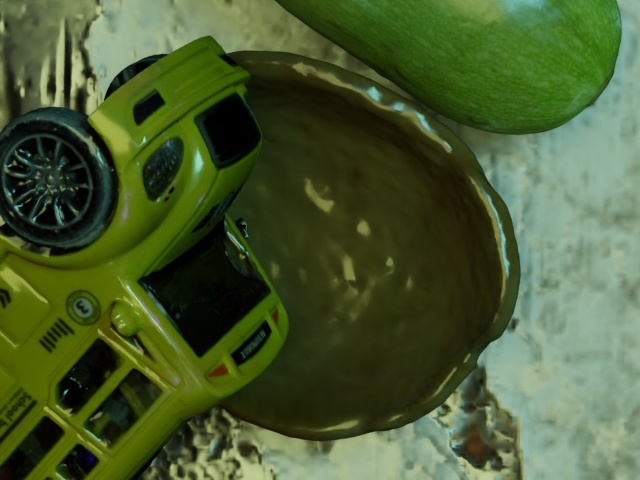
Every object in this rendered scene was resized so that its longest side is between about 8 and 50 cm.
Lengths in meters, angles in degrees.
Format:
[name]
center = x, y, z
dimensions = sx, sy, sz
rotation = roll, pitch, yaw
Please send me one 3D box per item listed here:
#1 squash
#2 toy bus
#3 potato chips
[squash]
center = -0.013, -0.180, 0.965
dimensions = 0.371, 0.118, 0.118
rotation = 38, 96, 10
[toy bus]
center = -0.130, 0.060, 0.936
dimensions = 0.151, 0.145, 0.331
rotation = 44, 115, 2
[potato chips]
center = -0.001, 0.000, 0.984
dimensions = 0.208, 0.062, 0.195
rotation = -4, 97, 17
